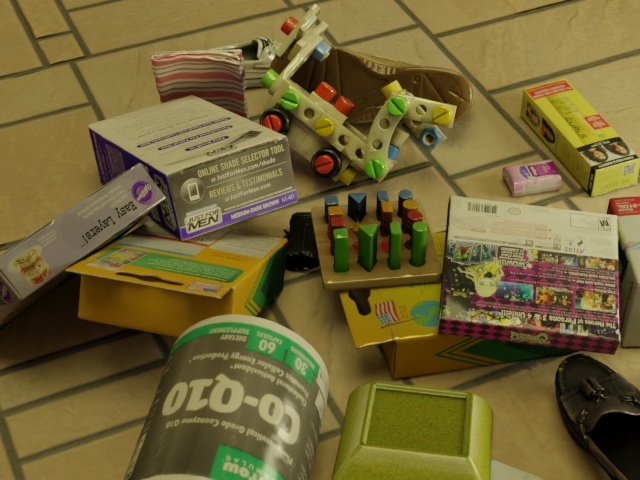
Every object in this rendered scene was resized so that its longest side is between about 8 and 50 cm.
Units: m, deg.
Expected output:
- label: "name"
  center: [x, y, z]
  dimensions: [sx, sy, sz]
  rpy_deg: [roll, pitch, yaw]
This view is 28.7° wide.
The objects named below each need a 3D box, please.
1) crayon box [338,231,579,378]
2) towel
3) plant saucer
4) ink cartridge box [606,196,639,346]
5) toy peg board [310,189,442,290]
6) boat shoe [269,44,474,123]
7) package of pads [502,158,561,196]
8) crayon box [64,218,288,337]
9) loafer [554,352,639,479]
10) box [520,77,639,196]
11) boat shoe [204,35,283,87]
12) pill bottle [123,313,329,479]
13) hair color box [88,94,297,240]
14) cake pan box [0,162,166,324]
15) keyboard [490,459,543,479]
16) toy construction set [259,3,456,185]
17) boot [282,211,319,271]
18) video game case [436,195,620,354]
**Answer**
- label: "crayon box"
  center: [0.181, 0.078, 1.719]
  dimensions: [0.319, 0.081, 0.202]
  rpy_deg: [-7, 42, -8]
- label: "towel"
  center: [-0.190, -0.240, 1.999]
  dimensions: [0.144, 0.197, 0.029]
  rpy_deg: [-2, 63, -1]
- label: "plant saucer"
  center: [0.118, 0.236, 1.544]
  dimensions: [0.188, 0.045, 0.188]
  rpy_deg: [5, 30, 6]
- label: "ink cartridge box"
  center: [0.440, 0.042, 1.722]
  dimensions: [0.072, 0.127, 0.175]
  rpy_deg: [-1, 42, -2]
- label: "toy peg board"
  center: [0.075, -0.020, 1.710]
  dimensions: [0.161, 0.079, 0.160]
  rpy_deg: [-4, 42, -5]
- label: "boat shoe"
  center: [0.084, -0.247, 2.073]
  dimensions: [0.341, 0.121, 0.110]
  rpy_deg: [12, 7, 10]
- label: "package of pads"
  center: [0.329, -0.097, 1.948]
  dimensions: [0.083, 0.032, 0.050]
  rpy_deg: [-9, 46, -9]
- label: "crayon box"
  center: [-0.182, 0.053, 1.648]
  dimensions: [0.203, 0.083, 0.323]
  rpy_deg: [10, 14, 11]
- label: "loafer"
  center: [0.372, 0.239, 1.515]
  dimensions: [0.109, 0.095, 0.302]
  rpy_deg: [-27, 46, 1]
- label: "box"
  center: [0.413, -0.168, 2.006]
  dimensions: [0.087, 0.058, 0.232]
  rpy_deg: [-15, 44, -15]
- label: "boat shoe"
  center: [-0.100, -0.311, 2.154]
  dimensions: [0.226, 0.075, 0.083]
  rpy_deg: [-18, 45, -19]
- label: "pill bottle"
  center: [-0.117, 0.275, 1.412]
  dimensions: [0.204, 0.204, 0.361]
  rpy_deg: [6, 43, 7]
- label: "hair color box"
  center: [-0.194, -0.115, 1.834]
  dimensions: [0.185, 0.110, 0.339]
  rpy_deg: [-20, 23, -22]
- label: "cake pan box"
  center: [-0.353, 0.019, 1.681]
  dimensions: [0.267, 0.246, 0.070]
  rpy_deg: [-40, 95, -36]
- label: "keyboard"
  center: [0.187, 0.360, 1.463]
  dimensions: [0.072, 0.014, 0.256]
  rpy_deg: [14, 43, 22]
- label: "toy construction set"
  center: [0.033, -0.215, 1.938]
  dimensions: [0.328, 0.215, 0.151]
  rpy_deg: [43, 17, 16]
- label: "boot"
  center: [0.000, 0.000, 1.834]
  dimensions: [0.121, 0.045, 0.099]
  rpy_deg: [-1, 39, 10]
- label: "video game case"
  center: [0.276, 0.042, 1.653]
  dimensions: [0.232, 0.042, 0.210]
  rpy_deg: [6, 52, 3]
